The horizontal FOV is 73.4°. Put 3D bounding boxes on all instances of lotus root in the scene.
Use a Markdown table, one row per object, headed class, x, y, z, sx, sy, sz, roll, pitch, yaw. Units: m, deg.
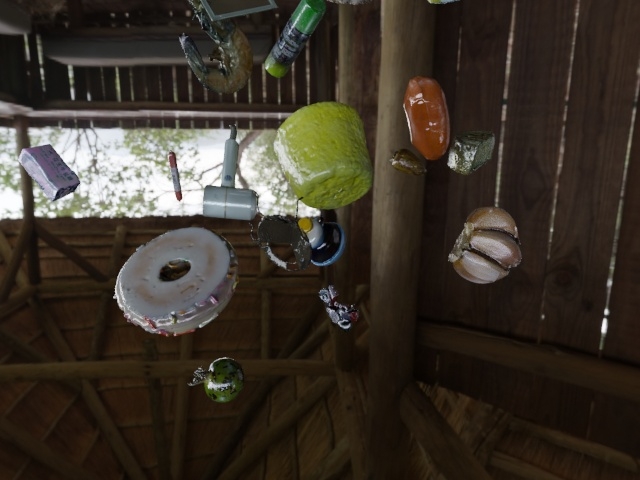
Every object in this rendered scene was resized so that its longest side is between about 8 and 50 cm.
| class | x | y | z | sx | sy | sz | roll | pitch | yaw |
| --- | --- | --- | --- | --- | --- | --- | --- | --- | --- |
| lotus root | 0.425 | -0.359 | 2.019 | 0.191 | 0.108 | 0.094 | 25 | 174 | -5 |
| lotus root | 0.546 | -0.327 | 1.566 | 0.138 | 0.118 | 0.235 | 16 | -147 | 29 |

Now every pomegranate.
| class | x | y | z | sx | sy | sz | roll | pitch | yaw |
| --- | --- | --- | --- | --- | --- | --- | --- | --- | --- |
| pomegranate | -0.284 | 0.382 | 1.184 | 0.162 | 0.122 | 0.122 | 17 | -179 | -32 |

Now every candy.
| class | x | y | z | sx | sy | sz | roll | pitch | yaw |
| --- | --- | --- | --- | --- | --- | --- | --- | --- | --- |
| candy | -0.817 | -0.208 | 1.299 | 0.073 | 0.160 | 0.092 | -31 | -172 | 34 |

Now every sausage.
| class | x | y | z | sx | sy | sz | roll | pitch | yaw |
| --- | --- | --- | --- | --- | --- | --- | --- | --- | --- |
| sausage | 0.330 | -0.371 | 1.312 | 0.133 | 0.258 | 0.133 | -14 | -152 | 8 |
| sausage | -0.549 | -0.240 | 1.627 | 0.030 | 0.223 | 0.029 | 2 | -144 | -2 |

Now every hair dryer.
| class | x | y | z | sx | sy | sz | roll | pitch | yaw |
| --- | --- | --- | --- | --- | --- | --- | --- | --- | --- |
| hair dryer | -0.299 | -0.247 | 1.472 | 0.173 | 0.356 | 0.107 | 5 | 164 | -11 |

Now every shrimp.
| class | x | y | z | sx | sy | sz | roll | pitch | yaw |
| --- | --- | --- | --- | --- | --- | --- | --- | --- | --- |
| shrimp | -0.394 | -0.704 | 1.475 | 0.085 | 0.272 | 0.445 | 13 | 154 | 37 |

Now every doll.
| class | x | y | z | sx | sy | sz | roll | pitch | yaw |
| --- | --- | --- | --- | --- | --- | --- | --- | --- | --- |
| doll | 0.000 | 0.000 | 1.593 | 0.141 | 0.177 | 0.314 | 33 | 180 | 30 |

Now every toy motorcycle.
| class | x | y | z | sx | sy | sz | roll | pitch | yaw |
| --- | --- | --- | --- | --- | --- | --- | --- | --- | --- |
| toy motorcycle | 0.083 | 0.284 | 1.837 | 0.122 | 0.213 | 0.082 | -39 | 170 | 25 |

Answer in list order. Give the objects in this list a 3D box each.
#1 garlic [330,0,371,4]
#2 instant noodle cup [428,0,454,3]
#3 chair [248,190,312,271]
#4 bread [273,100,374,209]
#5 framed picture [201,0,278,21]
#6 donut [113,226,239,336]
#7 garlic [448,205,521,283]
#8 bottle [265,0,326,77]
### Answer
| class | x | y | z | sx | sy | sz | roll | pitch | yaw |
| --- | --- | --- | --- | --- | --- | --- | --- | --- | --- |
| garlic | 0.071 | -0.676 | 1.121 | 0.159 | 0.101 | 0.147 | 8 | -142 | 2 |
| instant noodle cup | 0.367 | -0.762 | 1.183 | 0.205 | 0.153 | 0.204 | -14 | -139 | 13 |
| chair | -0.105 | -0.020 | 1.183 | 0.149 | 0.174 | 0.213 | -1 | -136 | -20 |
| bread | 0.024 | -0.291 | 1.559 | 0.349 | 0.307 | 0.348 | -17 | 161 | -6 |
| framed picture | -0.301 | -0.822 | 1.355 | 0.231 | 0.293 | 0.018 | -25 | 170 | -24 |
| donut | -0.431 | 0.127 | 1.335 | 0.383 | 0.142 | 0.382 | -4 | -131 | 5 |
| garlic | 0.483 | 0.019 | 1.268 | 0.191 | 0.213 | 0.160 | 23 | 161 | 1 |
| bottle | -0.096 | -0.732 | 1.552 | 0.093 | 0.093 | 0.330 | -8 | 164 | -34 |
